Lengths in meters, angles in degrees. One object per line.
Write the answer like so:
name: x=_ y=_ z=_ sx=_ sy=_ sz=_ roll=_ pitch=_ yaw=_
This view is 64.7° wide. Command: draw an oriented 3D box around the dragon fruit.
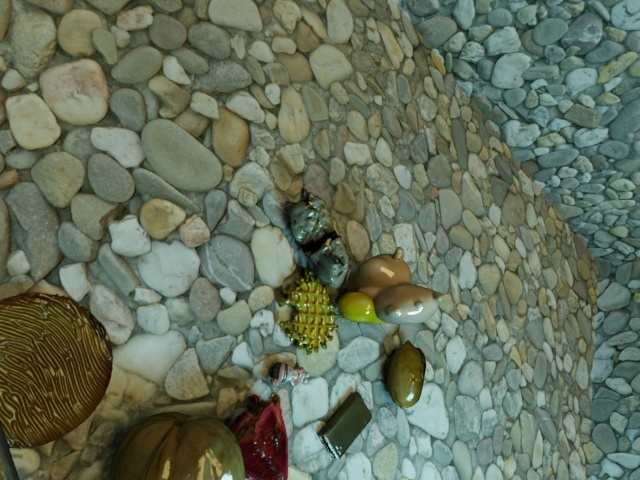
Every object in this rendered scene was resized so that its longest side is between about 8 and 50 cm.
dragon fruit: x=-0.168 y=0.502 z=1.324 sx=0.211 sy=0.134 sz=0.261 roll=-74 pitch=154 yaw=-46

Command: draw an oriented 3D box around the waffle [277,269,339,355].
waffle: x=-0.031 y=0.226 z=1.565 sx=0.231 sy=0.051 sz=0.228 roll=53 pitch=47 yaw=-18

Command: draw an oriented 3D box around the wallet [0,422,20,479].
wallet: x=-0.642 y=0.480 z=0.930 sx=0.165 sy=0.042 sz=0.309 roll=-20 pitch=98 yaw=-34

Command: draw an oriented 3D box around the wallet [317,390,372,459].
wallet: x=0.080 y=0.577 z=1.576 sx=0.198 sy=0.031 sz=0.110 roll=-37 pitch=104 yaw=-41

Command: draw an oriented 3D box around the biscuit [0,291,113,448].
biscuit: x=-0.595 y=0.266 z=1.055 sx=0.318 sy=0.040 sz=0.317 roll=13 pitch=70 yaw=-38

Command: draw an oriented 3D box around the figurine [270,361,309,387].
figurine: x=-0.092 y=0.394 z=1.464 sx=0.129 sy=0.054 sz=0.072 roll=26 pitch=76 yaw=-42

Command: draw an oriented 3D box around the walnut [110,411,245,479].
walnut: x=-0.304 y=0.508 z=1.083 sx=0.285 sy=0.297 sz=0.284 roll=6 pitch=90 yaw=-72

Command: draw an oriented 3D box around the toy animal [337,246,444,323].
toy animal: x=0.194 y=0.142 z=1.610 sx=0.278 sy=0.345 sz=0.246 roll=6 pitch=79 yaw=-23

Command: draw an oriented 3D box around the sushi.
sushi: x=0.000 y=0.000 z=1.583 sx=0.130 sy=0.124 sz=0.332 roll=-10 pitch=73 yaw=-61

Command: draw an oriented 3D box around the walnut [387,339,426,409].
walnut: x=0.298 y=0.458 z=1.739 sx=0.137 sy=0.137 sz=0.245 roll=32 pitch=58 yaw=-31
